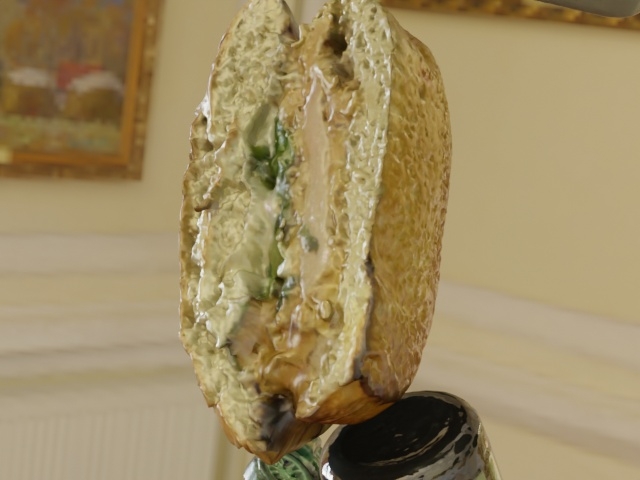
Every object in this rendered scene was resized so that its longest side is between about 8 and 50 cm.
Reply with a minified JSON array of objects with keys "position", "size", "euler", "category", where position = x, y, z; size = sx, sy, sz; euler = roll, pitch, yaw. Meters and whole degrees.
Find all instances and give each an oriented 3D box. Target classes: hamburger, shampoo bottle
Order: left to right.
[{"position":[0.000,0.000,0.995],"size":[0.144,0.283,0.156],"euler":[-3,-21,21],"category":"hamburger"},{"position":[0.087,0.231,1.031],"size":[0.101,0.284,0.101],"euler":[-17,24,8],"category":"shampoo bottle"}]

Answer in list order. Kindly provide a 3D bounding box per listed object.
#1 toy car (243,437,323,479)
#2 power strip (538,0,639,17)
[{"position":[-0.066,0.253,1.134],"size":[0.097,0.141,0.321],"euler":[37,25,1],"category":"toy car"},{"position":[0.045,-0.215,0.838],"size":[0.265,0.059,0.194],"euler":[11,50,-9],"category":"power strip"}]
